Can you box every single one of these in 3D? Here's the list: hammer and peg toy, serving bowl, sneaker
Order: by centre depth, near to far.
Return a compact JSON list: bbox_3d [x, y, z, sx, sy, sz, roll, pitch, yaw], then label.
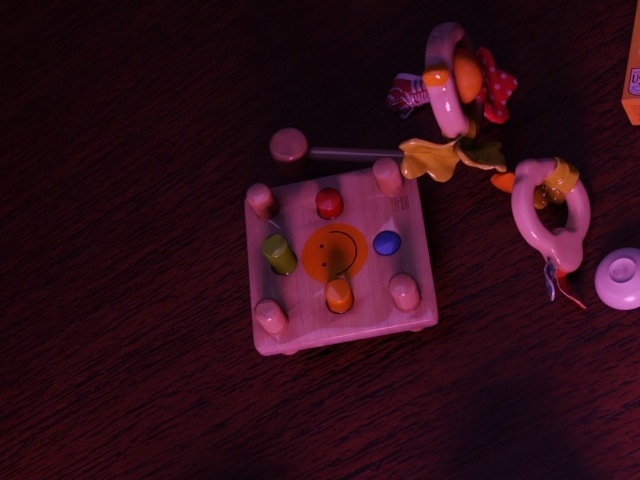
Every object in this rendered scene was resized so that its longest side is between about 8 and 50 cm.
[{"bbox_3d":[0.381,0.043,1.350,0.083,0.027,0.083,-17,55,26],"label":"serving bowl"},{"bbox_3d":[0.024,-0.028,1.515,0.265,0.127,0.361,-10,60,10],"label":"hammer and peg toy"},{"bbox_3d":[0.150,-0.218,1.645,0.118,0.042,0.067,13,67,46],"label":"sneaker"}]

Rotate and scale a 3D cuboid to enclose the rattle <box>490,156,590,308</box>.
[{"bbox_3d":[0.277,-0.002,1.420,0.142,0.130,0.200,-12,84,40],"label":"rattle"}]

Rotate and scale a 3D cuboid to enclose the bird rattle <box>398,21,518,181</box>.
[{"bbox_3d":[0.200,-0.203,1.476,0.143,0.207,0.253,2,46,30],"label":"bird rattle"}]

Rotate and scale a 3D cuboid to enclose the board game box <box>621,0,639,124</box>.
[{"bbox_3d":[0.543,-0.308,1.426,0.242,0.064,0.317,0,64,33],"label":"board game box"}]
